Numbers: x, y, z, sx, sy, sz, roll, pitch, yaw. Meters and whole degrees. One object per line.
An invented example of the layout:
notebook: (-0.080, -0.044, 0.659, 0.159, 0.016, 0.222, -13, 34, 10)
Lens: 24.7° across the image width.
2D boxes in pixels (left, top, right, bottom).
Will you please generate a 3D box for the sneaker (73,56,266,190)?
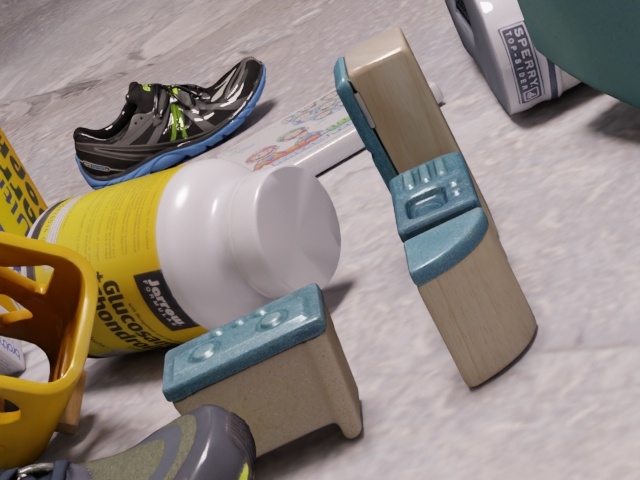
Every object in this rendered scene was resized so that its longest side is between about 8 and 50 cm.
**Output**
sneaker: (-0.132, -0.112, 1.285, 0.188, 0.078, 0.067, -28, 19, -2)

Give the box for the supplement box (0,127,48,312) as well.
supplement box: (-0.415, 0.020, 1.153, 0.357, 0.194, 0.195, -25, 19, 7)

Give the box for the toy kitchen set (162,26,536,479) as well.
toy kitchen set: (0.000, 0.000, 0.743, 0.166, 0.122, 0.207, -25, 19, 7)

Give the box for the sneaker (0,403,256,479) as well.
sneaker: (-0.168, 0.138, 0.615, 0.300, 0.121, 0.111, -26, 19, 5)

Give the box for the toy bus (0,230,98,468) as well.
toy bus: (-0.184, 0.078, 0.820, 0.104, 0.191, 0.202, 14, 14, -13)

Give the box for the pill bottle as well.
pill bottle: (-0.082, 0.009, 0.862, 0.184, 0.103, 0.103, -13, 24, 38)

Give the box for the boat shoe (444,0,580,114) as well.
boat shoe: (0.163, -0.218, 1.066, 0.157, 0.135, 0.367, -19, 27, 3)

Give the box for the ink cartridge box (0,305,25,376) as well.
ink cartridge box: (-0.283, 0.042, 0.918, 0.097, 0.207, 0.046, -24, 55, 11)

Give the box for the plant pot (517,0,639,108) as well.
plant pot: (0.210, -0.166, 0.780, 0.165, 0.165, 0.234, -37, 27, -24)

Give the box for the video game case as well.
video game case: (0.003, -0.085, 1.122, 0.157, 0.019, 0.143, -31, 19, -7)
